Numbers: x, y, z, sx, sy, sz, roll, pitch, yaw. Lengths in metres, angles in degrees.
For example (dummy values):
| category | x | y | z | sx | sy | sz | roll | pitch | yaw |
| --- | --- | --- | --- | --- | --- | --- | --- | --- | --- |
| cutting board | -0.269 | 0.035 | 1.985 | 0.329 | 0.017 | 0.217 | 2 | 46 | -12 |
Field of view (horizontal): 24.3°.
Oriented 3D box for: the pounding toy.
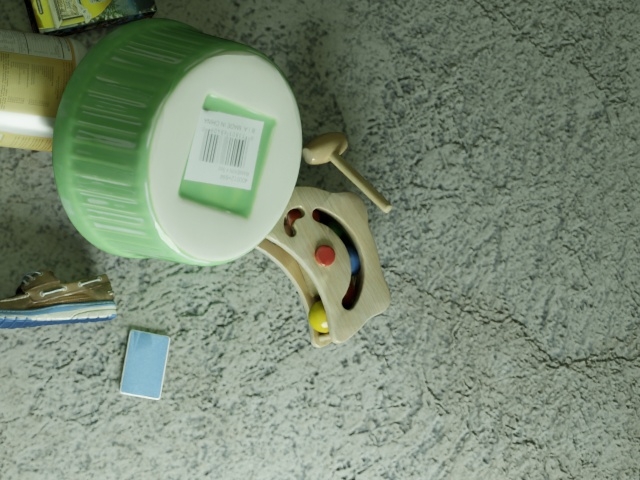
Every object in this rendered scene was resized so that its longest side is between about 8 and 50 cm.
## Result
| category | x | y | z | sx | sy | sz | roll | pitch | yaw |
| --- | --- | --- | --- | --- | --- | --- | --- | --- | --- |
| pounding toy | 0.000 | 0.000 | 1.921 | 0.154 | 0.155 | 0.269 | -15 | 88 | -25 |

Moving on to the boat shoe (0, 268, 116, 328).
| category | x | y | z | sx | sy | sz | roll | pitch | yaw |
| --- | --- | --- | --- | --- | --- | --- | --- | --- | --- |
| boat shoe | -0.347 | 0.072 | 1.847 | 0.183 | 0.066 | 0.066 | -1 | 78 | -29 |

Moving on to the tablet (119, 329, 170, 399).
| category | x | y | z | sx | sy | sz | roll | pitch | yaw |
| --- | --- | --- | --- | --- | --- | --- | --- | --- | --- |
| tablet | -0.225 | 0.159 | 1.902 | 0.054 | 0.006 | 0.083 | 12 | 78 | -17 |

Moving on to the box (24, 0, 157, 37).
| category | x | y | z | sx | sy | sz | roll | pitch | yaw |
| --- | --- | --- | --- | --- | --- | --- | --- | --- | --- |
| box | -0.320 | -0.387 | 1.925 | 0.159 | 0.044 | 0.233 | -14 | 87 | -20 |

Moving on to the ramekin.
| category | x | y | z | sx | sy | sz | roll | pitch | yaw |
| --- | --- | --- | --- | --- | --- | --- | --- | --- | --- |
| ramekin | -0.162 | -0.113 | 1.810 | 0.303 | 0.148 | 0.303 | -17 | 113 | -45 |

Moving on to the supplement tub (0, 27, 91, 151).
| category | x | y | z | sx | sy | sz | roll | pitch | yaw |
| --- | --- | --- | --- | --- | --- | --- | --- | --- | --- |
| supplement tub | -0.362 | -0.184 | 1.823 | 0.200 | 0.144 | 0.144 | 5 | 81 | -26 |
